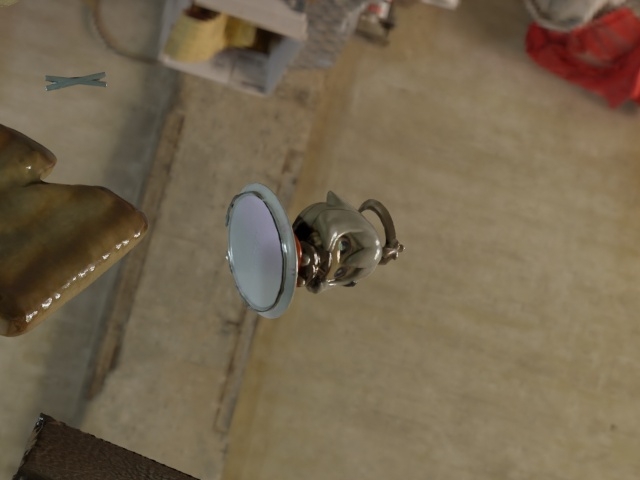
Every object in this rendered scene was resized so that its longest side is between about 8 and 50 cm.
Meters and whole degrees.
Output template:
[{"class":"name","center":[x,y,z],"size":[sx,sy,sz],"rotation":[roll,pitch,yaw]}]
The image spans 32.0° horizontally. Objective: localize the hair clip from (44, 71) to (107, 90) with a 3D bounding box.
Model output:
[{"class":"hair clip","center":[-0.467,-0.305,2.143],"size":[0.115,0.030,0.039],"rotation":[-4,-170,-3]}]

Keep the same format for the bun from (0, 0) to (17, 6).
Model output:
[{"class":"bun","center":[-0.580,-0.495,1.810],"size":[0.287,0.287,0.146],"rotation":[17,155,-38]}]

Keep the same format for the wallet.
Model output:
[{"class":"wallet","center":[-0.136,0.226,0.931],"size":[0.243,0.039,0.133],"rotation":[25,-170,-12]}]

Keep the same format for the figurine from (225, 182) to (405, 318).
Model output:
[{"class":"figurine","center":[0.000,0.000,1.074],"size":[0.154,0.132,0.132],"rotation":[-8,-170,-30]}]

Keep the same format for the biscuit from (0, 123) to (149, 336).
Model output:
[{"class":"biscuit","center":[-0.345,-0.017,1.228],"size":[0.237,0.062,0.290],"rotation":[31,-149,4]}]
